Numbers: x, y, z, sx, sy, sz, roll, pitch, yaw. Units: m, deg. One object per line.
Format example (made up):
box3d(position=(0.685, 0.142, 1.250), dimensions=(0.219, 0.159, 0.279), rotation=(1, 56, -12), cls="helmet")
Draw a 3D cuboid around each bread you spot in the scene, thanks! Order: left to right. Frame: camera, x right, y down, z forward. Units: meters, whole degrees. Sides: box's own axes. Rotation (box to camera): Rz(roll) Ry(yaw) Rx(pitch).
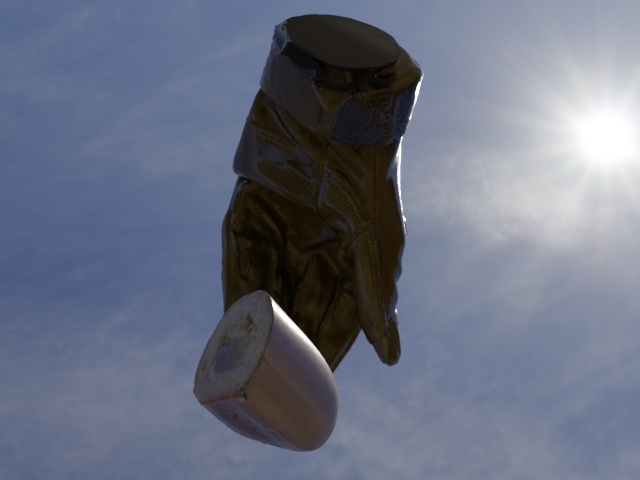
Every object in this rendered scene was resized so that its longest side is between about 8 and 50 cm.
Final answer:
box3d(position=(-0.030, 0.056, 0.410), dimensions=(0.062, 0.103, 0.049), rotation=(8, -117, 26), cls="bread")

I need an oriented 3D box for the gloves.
box3d(position=(-0.002, -0.010, 0.746), dimensions=(0.154, 0.331, 0.141), rotation=(1, -149, -14), cls="gloves")
